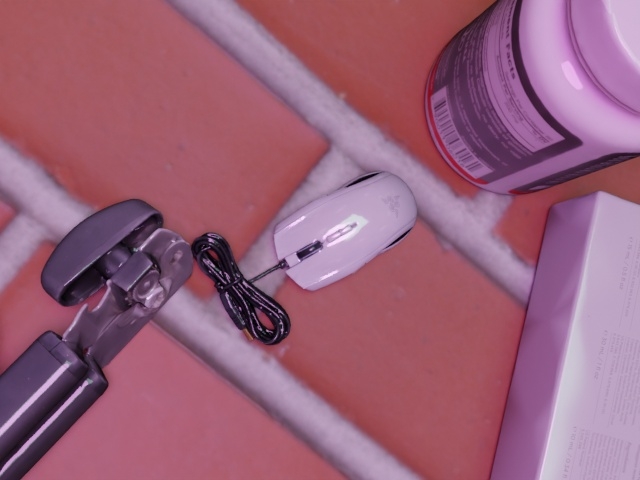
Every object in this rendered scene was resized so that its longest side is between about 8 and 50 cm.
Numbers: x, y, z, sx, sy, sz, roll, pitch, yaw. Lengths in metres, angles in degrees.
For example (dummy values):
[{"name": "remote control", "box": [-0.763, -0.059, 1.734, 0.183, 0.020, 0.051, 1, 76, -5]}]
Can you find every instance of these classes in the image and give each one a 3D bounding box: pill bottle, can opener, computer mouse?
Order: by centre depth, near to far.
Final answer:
[{"name": "can opener", "box": [-0.210, 0.089, 0.697, 0.095, 0.076, 0.283, 36, 74, 26]}, {"name": "pill bottle", "box": [0.200, -0.134, 0.704, 0.161, 0.283, 0.161, 2, 83, -14]}, {"name": "computer mouse", "box": [0.000, 0.000, 0.763, 0.193, 0.042, 0.106, -31, 91, -15]}]

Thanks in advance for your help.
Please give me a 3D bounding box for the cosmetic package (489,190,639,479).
[{"name": "cosmetic package", "box": [0.299, 0.181, 0.789, 0.284, 0.097, 0.377, 17, 80, -10]}]
